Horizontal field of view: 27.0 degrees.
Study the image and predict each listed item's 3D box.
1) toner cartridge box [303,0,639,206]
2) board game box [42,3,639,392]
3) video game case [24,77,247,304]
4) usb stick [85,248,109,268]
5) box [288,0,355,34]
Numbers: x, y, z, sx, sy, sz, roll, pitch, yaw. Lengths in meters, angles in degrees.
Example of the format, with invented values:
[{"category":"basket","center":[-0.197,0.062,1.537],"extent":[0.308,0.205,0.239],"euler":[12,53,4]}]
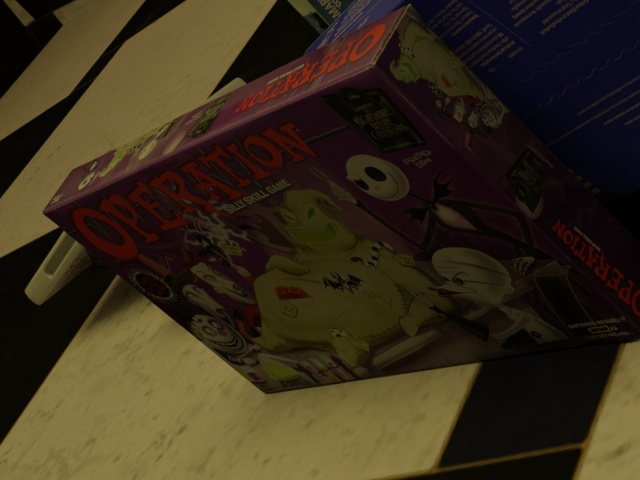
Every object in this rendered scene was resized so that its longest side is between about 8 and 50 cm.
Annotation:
[{"category":"toner cartridge box","center":[0.108,-0.094,0.694],"extent":[0.075,0.165,0.348],"euler":[-64,14,-24]},{"category":"board game box","center":[0.000,0.000,0.771],"extent":[0.347,0.208,0.056],"euler":[-17,33,53]},{"category":"video game case","center":[-0.179,-0.048,1.319],"extent":[0.227,0.026,0.206],"euler":[-45,-1,-42]},{"category":"usb stick","center":[-0.073,-0.028,1.082],"extent":[0.278,0.045,0.077],"euler":[-11,49,28]},{"category":"box","center":[0.063,-0.247,1.268],"extent":[0.178,0.109,0.042],"euler":[-37,23,19]}]
